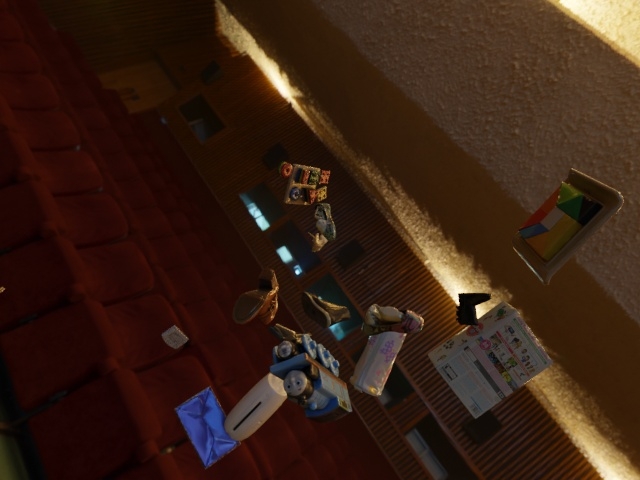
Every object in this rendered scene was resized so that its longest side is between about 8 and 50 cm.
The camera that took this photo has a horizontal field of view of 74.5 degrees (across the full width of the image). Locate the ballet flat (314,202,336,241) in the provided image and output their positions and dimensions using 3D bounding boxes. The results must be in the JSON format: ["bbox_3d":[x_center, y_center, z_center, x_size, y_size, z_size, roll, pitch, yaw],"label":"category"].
[{"bbox_3d":[0.009,-0.068,1.513,0.189,0.070,0.070,-102,-174,-49],"label":"ballet flat"}]

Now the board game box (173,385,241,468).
[{"bbox_3d":[-0.434,0.695,1.582,0.232,0.141,0.291,58,-27,9],"label":"board game box"}]

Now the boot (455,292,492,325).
[{"bbox_3d":[0.466,0.208,1.279,0.121,0.045,0.099,-11,-107,50],"label":"boot"}]

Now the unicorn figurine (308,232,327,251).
[{"bbox_3d":[0.000,0.000,1.640,0.060,0.111,0.162,34,-34,15],"label":"unicorn figurine"}]

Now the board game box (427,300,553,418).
[{"bbox_3d":[0.534,0.375,1.333,0.224,0.303,0.097,52,5,-10],"label":"board game box"}]

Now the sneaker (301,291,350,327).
[{"bbox_3d":[0.016,0.271,1.670,0.222,0.118,0.083,39,-55,49],"label":"sneaker"}]

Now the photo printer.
[{"bbox_3d":[-0.188,0.543,1.461,0.107,0.256,0.307,44,12,10],"label":"photo printer"}]

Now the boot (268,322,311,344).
[{"bbox_3d":[-0.123,0.385,1.755,0.137,0.077,0.198,40,10,15],"label":"boot"}]

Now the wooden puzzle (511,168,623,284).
[{"bbox_3d":[0.547,-0.041,0.974,0.044,0.221,0.239,27,-67,-7],"label":"wooden puzzle"}]

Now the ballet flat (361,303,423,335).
[{"bbox_3d":[0.170,0.203,1.100,0.079,0.077,0.221,47,-30,-17],"label":"ballet flat"}]

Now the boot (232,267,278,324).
[{"bbox_3d":[-0.255,0.278,1.731,0.108,0.284,0.220,11,-45,12],"label":"boot"}]

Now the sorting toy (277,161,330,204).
[{"bbox_3d":[-0.045,-0.182,1.430,0.046,0.274,0.133,26,-73,35],"label":"sorting toy"}]

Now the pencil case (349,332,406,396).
[{"bbox_3d":[0.195,0.360,1.360,0.113,0.273,0.124,24,-2,19],"label":"pencil case"}]

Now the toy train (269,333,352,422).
[{"bbox_3d":[-0.014,0.227,0.686,0.184,0.080,0.105,53,15,-48],"label":"toy train"}]

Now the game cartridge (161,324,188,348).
[{"bbox_3d":[-0.454,0.302,1.307,0.017,0.056,0.083,39,-20,43],"label":"game cartridge"}]

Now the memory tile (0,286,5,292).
[{"bbox_3d":[-0.946,0.185,1.148,0.012,0.113,0.148,57,11,-22],"label":"memory tile"}]
